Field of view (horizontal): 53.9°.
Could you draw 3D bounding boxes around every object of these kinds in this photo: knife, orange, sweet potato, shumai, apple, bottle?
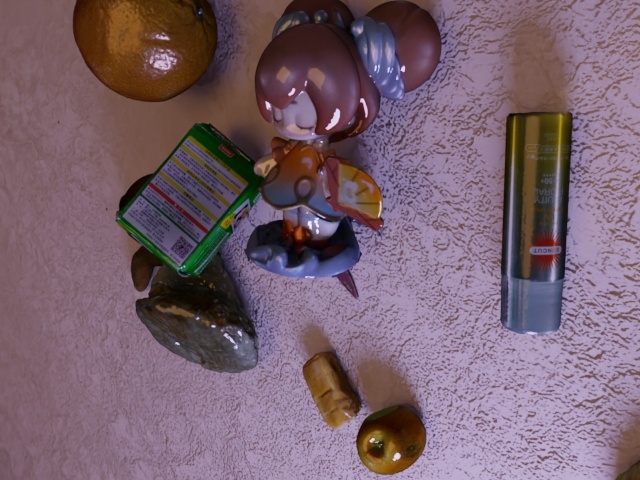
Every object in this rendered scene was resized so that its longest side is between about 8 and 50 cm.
[{"bbox_3d":[0.000,0.000,1.112,0.035,0.018,0.247,-46,71,32],"label":"knife"},{"bbox_3d":[-0.318,-0.386,1.161,0.264,0.264,0.264,9,103,39],"label":"orange"},{"bbox_3d":[-0.376,0.042,1.410,0.233,0.062,0.081,-35,77,42],"label":"sweet potato"},{"bbox_3d":[-0.212,0.128,1.255,0.272,0.204,0.222,46,142,-20],"label":"shumai"},{"bbox_3d":[0.114,0.325,1.016,0.114,0.102,0.099,-23,82,40],"label":"apple"},{"bbox_3d":[0.280,-0.022,0.825,0.082,0.082,0.286,7,103,39],"label":"bottle"}]

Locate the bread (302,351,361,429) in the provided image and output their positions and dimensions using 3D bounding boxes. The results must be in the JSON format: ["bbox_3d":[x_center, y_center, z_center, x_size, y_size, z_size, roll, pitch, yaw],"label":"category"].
[{"bbox_3d":[0.018,0.265,1.118,0.074,0.053,0.132,-39,71,38],"label":"bread"}]

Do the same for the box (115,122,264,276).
[{"bbox_3d":[-0.230,-0.074,1.141,0.180,0.103,0.250,40,88,8],"label":"box"}]

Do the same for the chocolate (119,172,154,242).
[{"bbox_3d":[-0.313,-0.064,1.278,0.176,0.176,0.177,9,103,39],"label":"chocolate"}]

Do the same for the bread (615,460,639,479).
[{"bbox_3d":[0.444,0.365,0.745,0.213,0.104,0.213,12,108,38],"label":"bread"}]

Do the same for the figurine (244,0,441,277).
[{"bbox_3d":[0.012,-0.160,0.950,0.276,0.248,0.388,20,120,34],"label":"figurine"}]
